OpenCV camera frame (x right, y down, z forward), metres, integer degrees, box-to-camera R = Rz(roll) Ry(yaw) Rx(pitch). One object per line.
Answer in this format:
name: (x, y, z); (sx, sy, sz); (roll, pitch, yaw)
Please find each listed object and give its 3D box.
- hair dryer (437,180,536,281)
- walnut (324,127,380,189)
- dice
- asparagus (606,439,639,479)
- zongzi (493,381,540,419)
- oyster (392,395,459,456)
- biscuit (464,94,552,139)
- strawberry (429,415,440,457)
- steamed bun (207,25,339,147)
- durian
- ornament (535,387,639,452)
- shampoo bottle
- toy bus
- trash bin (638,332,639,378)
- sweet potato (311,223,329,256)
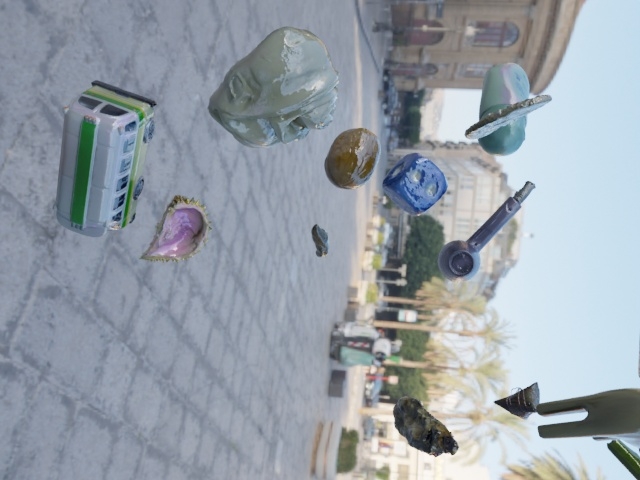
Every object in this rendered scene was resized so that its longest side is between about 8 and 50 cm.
hair dryer: (0.486, -0.029, 1.638); (0.361, 0.121, 0.301); (-46, 174, 9)
walnut: (0.099, -0.253, 1.747); (0.167, 0.167, 0.207); (81, 30, -65)
dice: (0.278, -0.166, 1.665); (0.143, 0.146, 0.146); (-47, -169, -4)
asparagus: (0.700, 0.507, 1.227); (0.178, 0.045, 0.041); (50, -37, 22)
zongzi: (0.360, 0.302, 1.044); (0.067, 0.073, 0.083); (-68, 172, -48)
oyster: (0.280, 0.523, 1.580); (0.345, 0.078, 0.129); (179, -79, -72)
biscuit: (0.455, -0.310, 1.451); (0.250, 0.133, 0.032); (-24, -96, 55)
strawberry: (0.349, 0.610, 1.786); (0.086, 0.145, 0.145); (-55, 179, 10)
steamed bun: (-0.092, -0.340, 1.392); (0.219, 0.324, 0.310); (54, 9, 6)
durian: (-0.355, -0.029, 1.396); (0.132, 0.165, 0.182); (-19, 119, -63)
ornament: (0.469, 0.261, 0.777); (0.245, 0.230, 0.061); (-29, -139, 46)
shampoo bottle: (0.604, -0.420, 1.864); (0.222, 0.151, 0.349); (59, 37, -40)
toy bus: (-0.460, -0.155, 1.192); (0.179, 0.143, 0.305); (-78, -172, -61)
trash bin: (0.834, 0.275, 1.422); (0.116, 0.059, 0.130); (-61, 142, -34)
sweet potato: (0.002, 0.006, 1.300); (0.153, 0.038, 0.041); (82, -10, -62)
